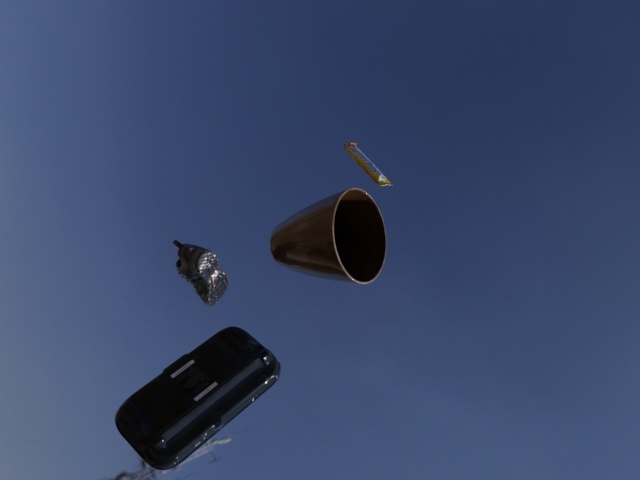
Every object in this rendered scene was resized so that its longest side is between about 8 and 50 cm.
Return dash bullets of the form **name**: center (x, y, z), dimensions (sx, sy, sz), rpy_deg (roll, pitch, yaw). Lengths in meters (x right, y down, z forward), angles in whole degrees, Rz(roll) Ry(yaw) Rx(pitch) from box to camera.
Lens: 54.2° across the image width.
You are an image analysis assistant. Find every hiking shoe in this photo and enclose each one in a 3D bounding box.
- **hiking shoe**: center (-0.300, 0.077, 1.560), dimensions (0.114, 0.086, 0.227), rpy_deg (30, -32, 22)

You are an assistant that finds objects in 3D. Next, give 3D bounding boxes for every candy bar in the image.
- **candy bar**: center (0.108, -0.178, 1.469), dimensions (0.161, 0.040, 0.018), rpy_deg (53, -45, 30)

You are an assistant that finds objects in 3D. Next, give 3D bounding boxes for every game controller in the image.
- **game controller**: center (-0.230, 0.291, 1.208), dimensions (0.166, 0.319, 0.067), rpy_deg (31, -42, 31)

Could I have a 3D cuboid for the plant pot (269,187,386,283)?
- **plant pot**: center (0.000, 0.000, 1.461), dimensions (0.230, 0.215, 0.216), rpy_deg (-7, -82, 37)
